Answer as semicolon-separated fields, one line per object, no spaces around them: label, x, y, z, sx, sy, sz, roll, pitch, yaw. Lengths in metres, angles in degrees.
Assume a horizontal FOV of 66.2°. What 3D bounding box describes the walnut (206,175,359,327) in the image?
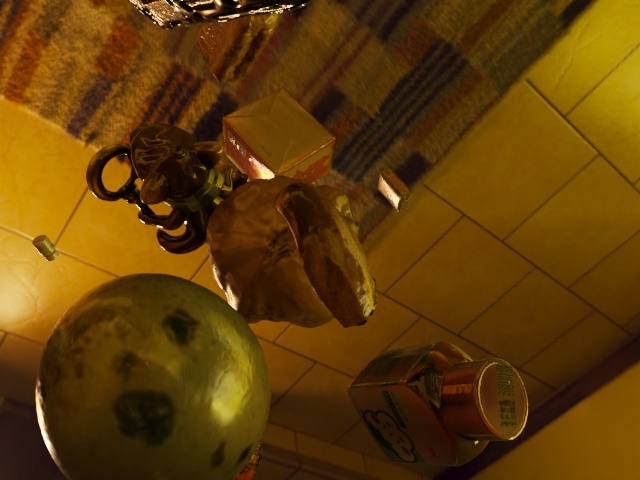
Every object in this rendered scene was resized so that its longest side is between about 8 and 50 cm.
walnut;-0.079;0.025;1.103;0.383;0.384;0.384;-4;126;-6

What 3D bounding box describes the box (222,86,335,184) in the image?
box;-0.144;-0.314;1.671;0.259;0.283;0.214;-34;162;-24

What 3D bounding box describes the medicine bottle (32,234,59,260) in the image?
medicine bottle;-0.959;0.027;1.715;0.052;0.052;0.089;-15;130;2

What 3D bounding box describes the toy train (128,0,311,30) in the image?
toy train;-0.075;-0.199;0.368;0.052;0.233;0.051;30;82;-43

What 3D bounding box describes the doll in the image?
doll;-0.332;-0.130;1.152;0.317;0.209;0.340;-37;159;-10

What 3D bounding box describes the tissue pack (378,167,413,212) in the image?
tissue pack;0.287;-0.194;1.907;0.060;0.148;0.109;-28;153;-17

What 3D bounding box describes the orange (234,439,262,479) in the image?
orange;-0.243;0.456;1.091;0.234;0.234;0.182;-43;140;20

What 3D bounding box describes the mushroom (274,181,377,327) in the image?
mushroom;0.002;0.000;0.593;0.072;0.210;0.094;-36;144;11

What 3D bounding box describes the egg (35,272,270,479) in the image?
egg;-0.255;0.237;0.784;0.344;0.345;0.428;-7;142;-4

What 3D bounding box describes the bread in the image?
bread;-0.147;-0.365;0.853;0.083;0.211;0.114;-31;94;-30

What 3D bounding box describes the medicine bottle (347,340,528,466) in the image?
medicine bottle;0.131;0.184;0.561;0.188;0.094;0.119;-31;91;53
